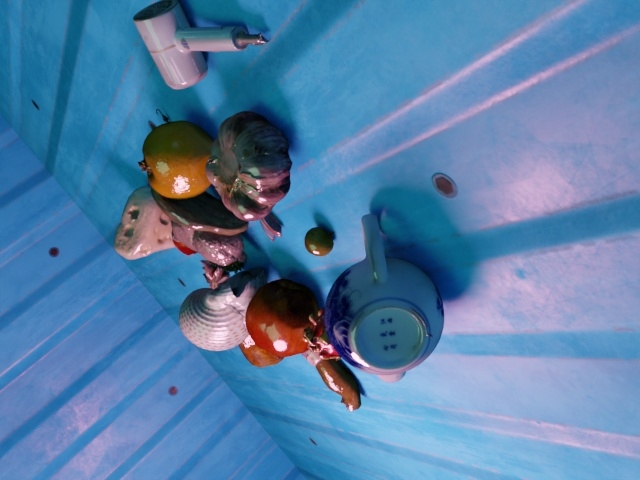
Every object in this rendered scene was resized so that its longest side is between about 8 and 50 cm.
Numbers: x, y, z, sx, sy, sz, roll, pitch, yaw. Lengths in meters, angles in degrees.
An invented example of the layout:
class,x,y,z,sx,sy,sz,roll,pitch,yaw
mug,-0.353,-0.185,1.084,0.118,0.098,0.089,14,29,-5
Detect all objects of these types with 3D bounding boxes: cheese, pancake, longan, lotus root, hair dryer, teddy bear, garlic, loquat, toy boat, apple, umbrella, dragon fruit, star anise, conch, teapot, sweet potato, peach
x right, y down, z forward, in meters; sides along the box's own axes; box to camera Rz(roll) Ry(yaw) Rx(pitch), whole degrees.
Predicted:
class,x,y,z,sx,sy,sz,roll,pitch,yaw
cheese,-0.636,-0.064,2.293,0.174,0.251,0.247,23,130,41
pancake,-0.348,-0.095,1.779,0.294,0.294,0.049,37,110,23
longan,0.000,0.000,1.543,0.083,0.075,0.075,-37,95,24
lotus root,-0.202,0.339,2.238,0.193,0.193,0.291,27,145,37
hair dryer,-0.231,-0.404,1.307,0.357,0.107,0.173,15,143,40
teddy bear,-0.344,-0.024,1.923,0.267,0.151,0.236,21,175,40
garlic,-0.151,-0.168,1.434,0.245,0.161,0.244,7,100,45
loquat,-0.370,-0.213,1.656,0.208,0.208,0.208,37,153,23
toy boat,-0.146,-0.031,1.759,0.096,0.034,0.122,50,157,9
apple,-0.102,0.221,1.852,0.230,0.230,0.230,37,153,23
umbrella,-0.429,-0.330,1.806,0.013,0.022,0.122,-10,133,32
dragon fruit,0.045,0.233,1.667,0.160,0.172,0.166,16,139,49
star anise,-0.377,0.148,2.351,0.195,0.065,0.182,35,148,34
conch,-0.283,0.222,2.003,0.319,0.303,0.215,-11,110,54
teapot,0.133,0.147,1.364,0.280,0.252,0.423,-93,-7,-72
sweet potato,0.039,0.441,2.077,0.286,0.085,0.112,49,159,-1
peach,-0.466,-0.018,2.210,0.118,0.151,0.151,-22,115,16

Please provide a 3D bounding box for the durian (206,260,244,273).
class,x,y,z,sx,sy,sz,roll,pitch,yaw
durian,-0.340,0.038,2.099,0.137,0.095,0.220,11,140,52

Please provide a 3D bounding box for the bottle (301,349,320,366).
class,x,y,z,sx,sy,sz,roll,pitch,yaw
bottle,-0.062,0.299,2.014,0.209,0.097,0.110,44,130,12
